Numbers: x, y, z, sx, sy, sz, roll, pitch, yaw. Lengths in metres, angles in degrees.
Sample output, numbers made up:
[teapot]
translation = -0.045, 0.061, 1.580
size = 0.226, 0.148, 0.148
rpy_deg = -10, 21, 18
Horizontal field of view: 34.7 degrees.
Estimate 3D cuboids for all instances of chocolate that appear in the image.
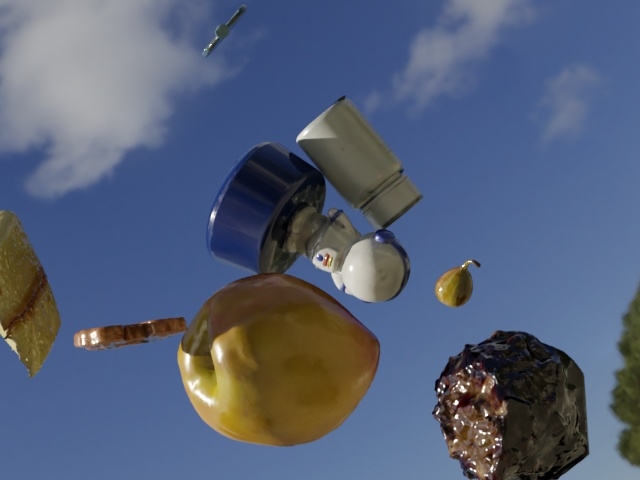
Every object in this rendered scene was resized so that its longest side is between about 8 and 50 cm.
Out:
[chocolate]
translation = 0.230, 0.249, 1.342
size = 0.206, 0.224, 0.177
rpy_deg = -1, 15, 24

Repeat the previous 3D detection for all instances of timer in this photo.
[timer]
translation = 0.000, 0.000, 1.994
size = 0.270, 0.383, 0.270
rpy_deg = -52, -21, -29

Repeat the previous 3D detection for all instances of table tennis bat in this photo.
[table tennis bat]
translation = -0.145, -0.316, 1.547
size = 0.100, 0.019, 0.155
rpy_deg = -47, 10, 8

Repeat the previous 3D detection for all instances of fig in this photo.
[fig]
translation = 0.189, 0.054, 1.381
size = 0.050, 0.050, 0.083
rpy_deg = -14, -34, -42

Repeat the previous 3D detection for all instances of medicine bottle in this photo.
[medicine bottle]
translation = 0.082, -0.148, 2.057
size = 0.143, 0.258, 0.143
rpy_deg = -40, -2, -2

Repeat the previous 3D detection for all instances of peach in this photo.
[peach]
translation = -0.068, 0.205, 1.718
size = 0.307, 0.289, 0.289
rpy_deg = 2, -42, -34

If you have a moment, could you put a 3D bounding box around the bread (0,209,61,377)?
[bread]
translation = -0.527, 0.097, 1.639
size = 0.135, 0.178, 0.240
rpy_deg = -10, -60, 10

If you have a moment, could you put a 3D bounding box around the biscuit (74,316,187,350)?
[biscuit]
translation = -0.374, 0.184, 1.987
size = 0.202, 0.047, 0.334
rpy_deg = -7, -3, -18
